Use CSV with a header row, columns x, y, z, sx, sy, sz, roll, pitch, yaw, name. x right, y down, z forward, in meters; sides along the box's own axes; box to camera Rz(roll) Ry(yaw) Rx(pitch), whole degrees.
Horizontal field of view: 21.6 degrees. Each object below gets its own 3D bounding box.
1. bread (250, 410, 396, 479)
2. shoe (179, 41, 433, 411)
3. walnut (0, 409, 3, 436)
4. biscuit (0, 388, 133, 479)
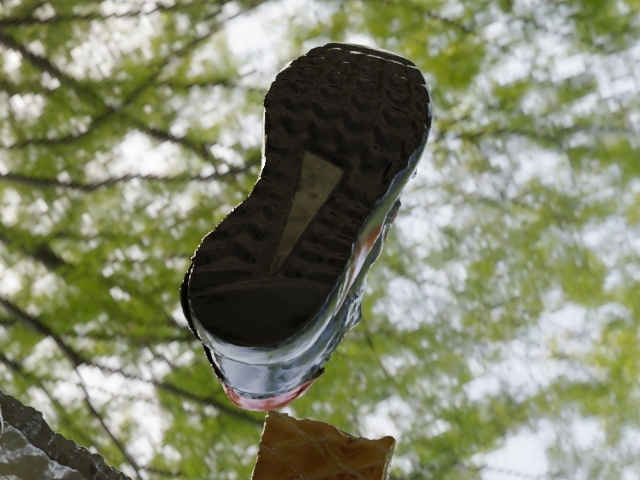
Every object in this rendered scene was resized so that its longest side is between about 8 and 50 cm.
x,y,z,sx,sy,sz,roll,pitch,yaw,name
-0.011,0.260,1.538,0.125,0.068,0.188,12,-109,7,bread
0.000,0.000,1.285,0.132,0.171,0.336,13,-131,13,shoe
-0.303,0.094,1.008,0.257,0.224,0.257,-41,-177,3,walnut
-0.223,0.243,1.477,0.141,0.290,0.038,-49,-165,23,biscuit
